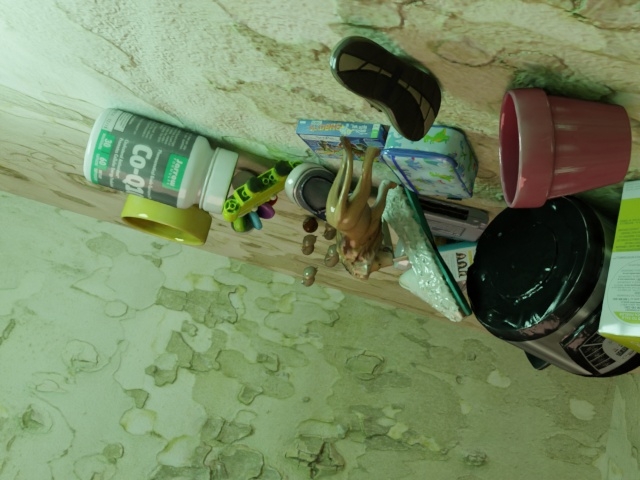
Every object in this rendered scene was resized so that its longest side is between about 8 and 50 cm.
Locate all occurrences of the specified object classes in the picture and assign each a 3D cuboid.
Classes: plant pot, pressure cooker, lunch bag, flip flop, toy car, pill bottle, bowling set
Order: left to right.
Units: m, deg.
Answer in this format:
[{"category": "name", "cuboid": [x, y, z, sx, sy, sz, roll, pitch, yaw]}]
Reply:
[{"category": "pill bottle", "cuboid": [-0.410, -0.200, 1.779, 0.361, 0.204, 0.204, 16, 167, -7]}, {"category": "plant pot", "cuboid": [-0.426, -0.136, 1.987, 0.254, 0.239, 0.254, 14, 167, 3]}, {"category": "toy car", "cuboid": [-0.197, -0.105, 2.004, 0.136, 0.182, 0.159, 9, 151, 8]}, {"category": "bowling set", "cuboid": [0.000, 0.000, 2.242, 0.200, 0.287, 0.154, 47, 164, 11]}, {"category": "flip flop", "cuboid": [0.111, -0.265, 1.171, 0.277, 0.112, 0.080, 23, -169, -40]}, {"category": "lunch bag", "cuboid": [0.234, -0.166, 1.455, 0.176, 0.090, 0.219, 11, 166, 27]}, {"category": "pill bottle", "cuboid": [0.373, 0.059, 2.069, 0.279, 0.162, 0.162, 16, 167, -4]}, {"category": "plant pot", "cuboid": [0.400, -0.154, 1.122, 0.180, 0.201, 0.201, -2, 165, 5]}, {"category": "pressure cooker", "cuboid": [0.607, 0.118, 1.593, 0.420, 0.375, 0.370, 27, 160, -29]}]

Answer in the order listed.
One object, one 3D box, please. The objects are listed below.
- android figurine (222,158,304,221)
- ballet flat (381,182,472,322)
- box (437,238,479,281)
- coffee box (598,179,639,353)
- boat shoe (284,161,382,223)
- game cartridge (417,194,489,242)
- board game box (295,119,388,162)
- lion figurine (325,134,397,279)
[{"category": "android figurine", "cuboid": [-0.154, -0.132, 1.799, 0.056, 0.248, 0.273, 56, 162, 3]}, {"category": "ballet flat", "cuboid": [0.240, 0.043, 1.679, 0.147, 0.408, 0.147, -14, 149, -9]}, {"category": "box", "cuboid": [0.410, 0.058, 1.951, 0.244, 0.100, 0.060, -9, -162, 5]}, {"category": "coffee box", "cuboid": [0.794, 0.079, 1.292, 0.338, 0.334, 0.338, 23, 165, -30]}, {"category": "boat shoe", "cuboid": [0.051, -0.097, 1.791, 0.158, 0.127, 0.340, 33, -174, 30]}, {"category": "game cartridge", "cuboid": [0.302, -0.065, 1.881, 0.294, 0.060, 0.196, 14, 164, 4]}, {"category": "board game box", "cuboid": [0.062, -0.221, 1.525, 0.201, 0.035, 0.136, 8, 166, 26]}, {"category": "lion figurine", "cuboid": [0.076, -0.062, 1.547, 0.142, 0.240, 0.392, 17, 170, 27]}]
